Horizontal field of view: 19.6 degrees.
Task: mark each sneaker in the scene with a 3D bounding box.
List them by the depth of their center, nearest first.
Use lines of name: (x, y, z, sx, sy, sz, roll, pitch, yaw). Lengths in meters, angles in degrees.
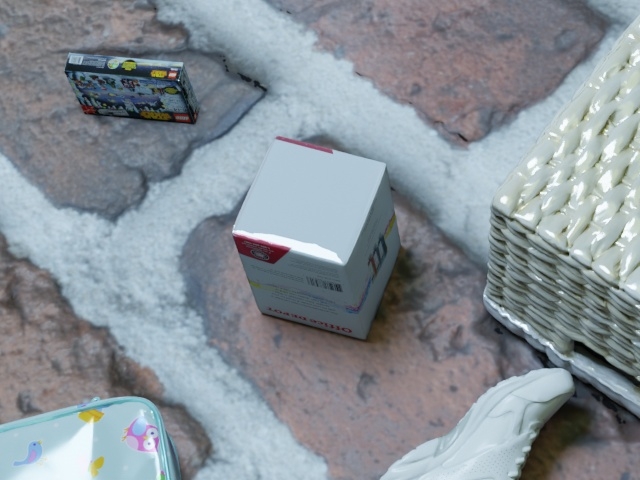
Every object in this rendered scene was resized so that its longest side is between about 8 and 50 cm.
sneaker: (0.174, 0.223, 1.850, 0.232, 0.090, 0.115, -39, 70, -1)

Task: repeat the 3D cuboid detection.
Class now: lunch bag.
lunch bag: (-0.264, 0.279, 1.871, 0.279, 0.108, 0.224, -13, 56, 1)

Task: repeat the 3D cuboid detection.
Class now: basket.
basket: (0.371, -0.012, 1.832, 0.328, 0.266, 0.331, 35, 75, 22)

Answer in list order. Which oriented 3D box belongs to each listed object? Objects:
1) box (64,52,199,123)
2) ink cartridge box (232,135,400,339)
box: (-0.214, -0.172, 2.106, 0.137, 0.094, 0.027, 6, 64, 13)
ink cartridge box: (0.000, 0.000, 1.935, 0.128, 0.176, 0.127, 15, 64, 16)
